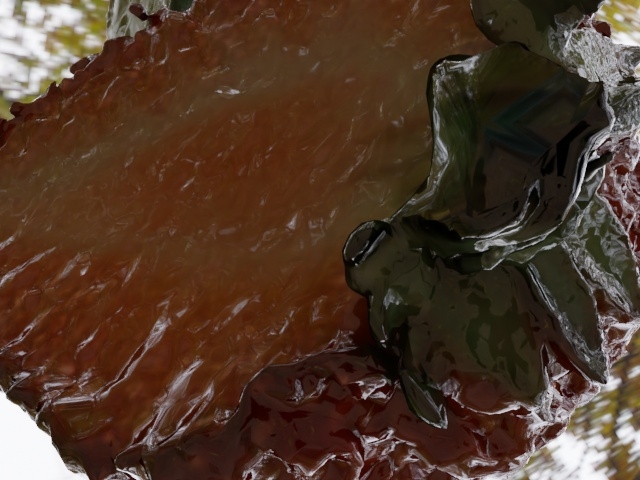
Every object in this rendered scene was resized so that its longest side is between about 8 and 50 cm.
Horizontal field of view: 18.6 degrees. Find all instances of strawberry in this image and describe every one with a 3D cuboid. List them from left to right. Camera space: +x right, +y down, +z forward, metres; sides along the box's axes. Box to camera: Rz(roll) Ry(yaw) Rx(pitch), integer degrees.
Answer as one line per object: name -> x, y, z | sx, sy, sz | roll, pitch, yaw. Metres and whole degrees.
strawberry -> 0.000, 0.000, 0.553 | 0.286, 0.106, 0.188 | -8, -126, 49

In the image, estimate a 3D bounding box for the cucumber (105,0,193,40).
cucumber -> -0.053, -0.064, 0.948 | 0.145, 0.105, 0.325 | 129, -28, -49
